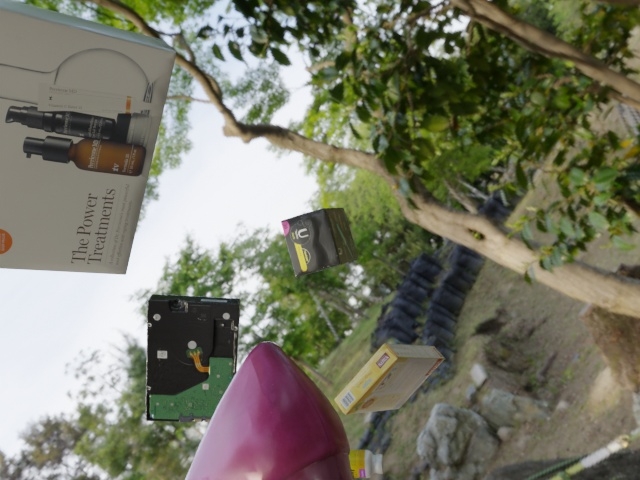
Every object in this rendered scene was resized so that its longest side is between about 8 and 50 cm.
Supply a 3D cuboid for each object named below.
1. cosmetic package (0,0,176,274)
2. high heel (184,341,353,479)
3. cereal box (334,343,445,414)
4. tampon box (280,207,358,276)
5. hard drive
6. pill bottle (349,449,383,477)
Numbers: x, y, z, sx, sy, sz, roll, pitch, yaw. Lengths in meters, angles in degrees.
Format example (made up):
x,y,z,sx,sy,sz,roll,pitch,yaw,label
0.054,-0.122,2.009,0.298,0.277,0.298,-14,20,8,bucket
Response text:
x,y,z,sx,sy,sz,roll,pitch,yaw,label
-0.399,-0.136,0.889,0.284,0.097,0.377,6,-65,-30,cosmetic package
-0.102,0.250,0.534,0.377,0.181,0.127,-41,-29,29,high heel
0.156,0.300,1.314,0.173,0.047,0.240,-51,-33,15,cereal box
0.000,0.000,1.275,0.101,0.120,0.161,-16,-1,16,tampon box
-0.336,0.313,1.596,0.064,0.237,0.338,-109,22,-78,hard drive
0.058,0.358,0.971,0.043,0.083,0.043,-4,-90,-80,pill bottle
